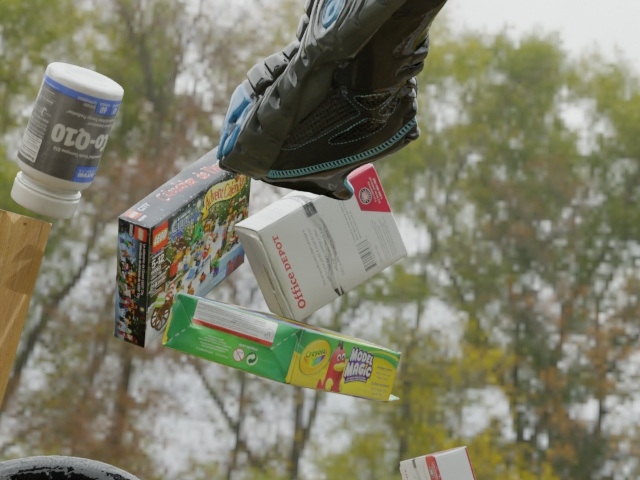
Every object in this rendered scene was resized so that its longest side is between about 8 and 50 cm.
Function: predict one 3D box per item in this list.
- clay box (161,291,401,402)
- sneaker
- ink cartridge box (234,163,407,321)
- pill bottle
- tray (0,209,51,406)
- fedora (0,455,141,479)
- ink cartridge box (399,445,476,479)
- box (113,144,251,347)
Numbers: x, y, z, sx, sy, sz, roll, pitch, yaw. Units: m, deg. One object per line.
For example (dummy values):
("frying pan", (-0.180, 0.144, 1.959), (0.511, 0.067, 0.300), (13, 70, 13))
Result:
("clay box", (-0.022, 0.096, 1.263), (0.127, 0.053, 0.222), (14, -2, 28))
("sneaker", (0.042, -0.156, 1.254), (0.140, 0.125, 0.341), (23, -39, -20))
("ink cartridge box", (0.000, 0.000, 1.499), (0.150, 0.109, 0.063), (-30, 22, -22))
("pill bottle", (-0.248, -0.096, 1.409), (0.078, 0.137, 0.078), (20, 14, -5))
("tray", (-0.370, 0.166, 1.404), (0.076, 0.411, 0.203), (17, -3, -27))
("fedora", (-0.295, 0.395, 1.581), (0.334, 0.334, 0.152), (4, -36, 4))
("ink cartridge box", (0.171, 0.350, 2.067), (0.056, 0.099, 0.135), (-13, -8, -20))
("box", (-0.157, 0.001, 1.698), (0.044, 0.233, 0.159), (19, -58, 20))
